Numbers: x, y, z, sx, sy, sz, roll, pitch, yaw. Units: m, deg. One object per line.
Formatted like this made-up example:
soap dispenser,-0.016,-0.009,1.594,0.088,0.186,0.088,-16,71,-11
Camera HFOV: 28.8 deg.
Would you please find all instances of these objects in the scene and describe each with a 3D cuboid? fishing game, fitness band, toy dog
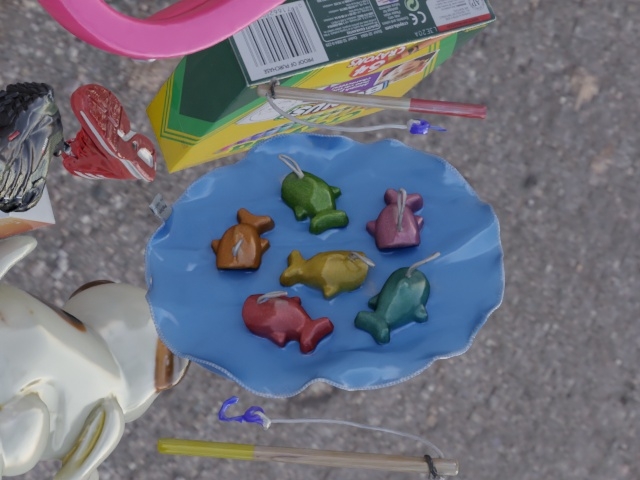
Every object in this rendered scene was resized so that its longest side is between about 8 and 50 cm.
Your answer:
fishing game,0.000,0.000,0.632,0.041,0.189,0.264,86,15,-46
fitness band,-0.091,-0.245,0.858,0.291,0.054,0.209,-39,127,-35
toy dog,-0.377,0.168,1.708,0.408,0.284,0.395,-7,107,-53

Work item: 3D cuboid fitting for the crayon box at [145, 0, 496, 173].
crayon box,-0.008,-0.224,1.607,0.363,0.313,0.106,-19,82,-27

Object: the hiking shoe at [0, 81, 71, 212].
hiking shoe,-0.330,-0.059,1.267,0.227,0.086,0.114,-53,138,-34

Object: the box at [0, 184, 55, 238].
box,-0.403,-0.050,1.451,0.130,0.170,0.091,-15,86,5

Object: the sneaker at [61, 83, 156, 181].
sneaker,-0.331,-0.139,1.770,0.221,0.128,0.087,58,29,-56
